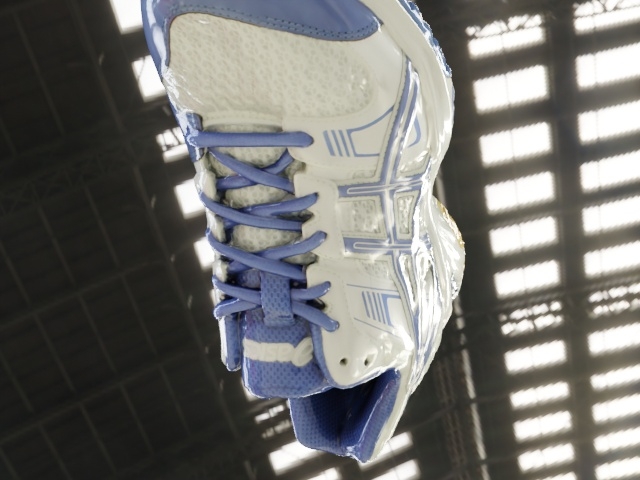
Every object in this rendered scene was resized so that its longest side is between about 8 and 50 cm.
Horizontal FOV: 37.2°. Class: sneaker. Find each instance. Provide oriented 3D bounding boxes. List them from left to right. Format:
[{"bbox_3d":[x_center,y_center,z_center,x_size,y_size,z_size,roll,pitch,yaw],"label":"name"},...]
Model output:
[{"bbox_3d":[0.000,0.000,0.417,0.111,0.131,0.296,4,-33,26],"label":"sneaker"}]
